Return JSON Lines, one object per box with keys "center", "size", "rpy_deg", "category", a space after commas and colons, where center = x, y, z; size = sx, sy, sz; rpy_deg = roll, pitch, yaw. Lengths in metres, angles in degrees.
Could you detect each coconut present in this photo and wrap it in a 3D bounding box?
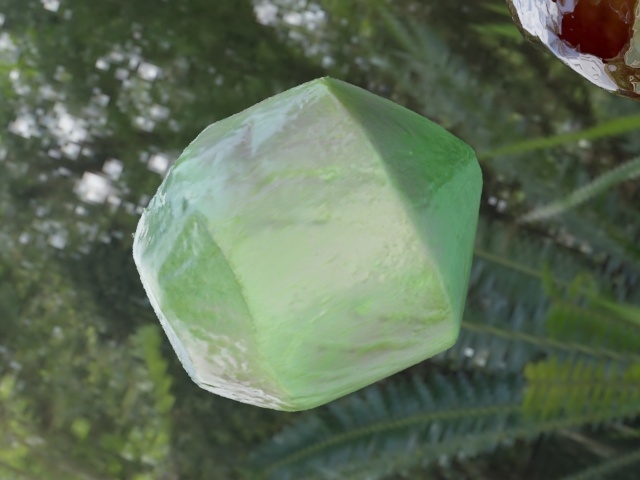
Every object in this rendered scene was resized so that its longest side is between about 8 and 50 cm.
{"center": [0.000, 0.000, 1.058], "size": [0.235, 0.204, 0.236], "rpy_deg": [-12, -56, -18], "category": "coconut"}

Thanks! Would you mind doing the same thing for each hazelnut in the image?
{"center": [0.228, -0.211, 1.151], "size": [0.229, 0.229, 0.229], "rpy_deg": [-48, -30, -41], "category": "hazelnut"}
